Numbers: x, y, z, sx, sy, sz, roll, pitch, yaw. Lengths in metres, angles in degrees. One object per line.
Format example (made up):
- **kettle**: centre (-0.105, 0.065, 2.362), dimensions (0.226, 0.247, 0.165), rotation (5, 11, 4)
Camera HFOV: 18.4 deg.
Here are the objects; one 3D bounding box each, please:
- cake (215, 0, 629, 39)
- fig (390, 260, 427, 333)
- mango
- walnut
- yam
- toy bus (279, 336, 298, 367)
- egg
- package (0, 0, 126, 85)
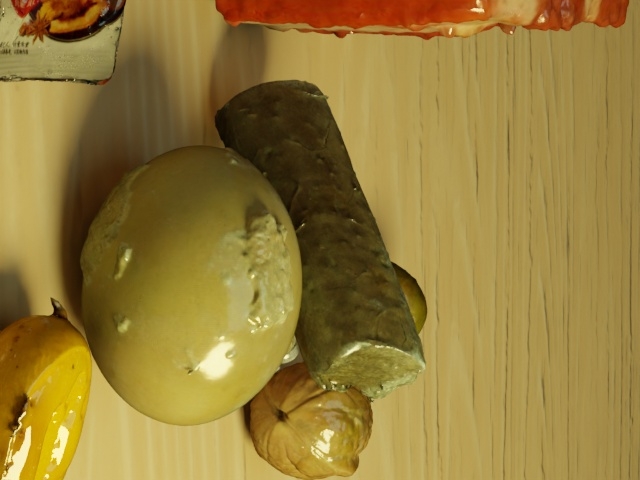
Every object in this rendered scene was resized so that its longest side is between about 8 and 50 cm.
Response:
- **cake**: centre (0.087, -0.293, 1.557), dimensions (0.319, 0.270, 0.269), rotation (-20, 112, -56)
- **fig**: centre (0.047, 0.065, 1.745), dimensions (0.098, 0.082, 0.084), rotation (-46, 170, -27)
- **mango**: centre (-0.201, 0.130, 1.326), dimensions (0.101, 0.066, 0.187), rotation (12, 89, -68)
- **walnut**: centre (-0.005, 0.152, 1.636), dimensions (0.124, 0.105, 0.105), rotation (39, 61, -56)
- **yam**: centre (0.000, 0.000, 1.494), dimensions (0.093, 0.093, 0.259), rotation (36, 29, -56)
- **toy bus**: centre (-0.036, 0.033, 1.582), dimensions (0.174, 0.077, 0.079), rotation (-50, 136, -44)
- **egg**: centre (-0.091, 0.032, 1.410), dimensions (0.164, 0.164, 0.201), rotation (20, 73, -60)
- **package**: centre (-0.181, -0.225, 1.336), dimensions (0.154, 0.030, 0.239), rotation (-7, 101, -58)
